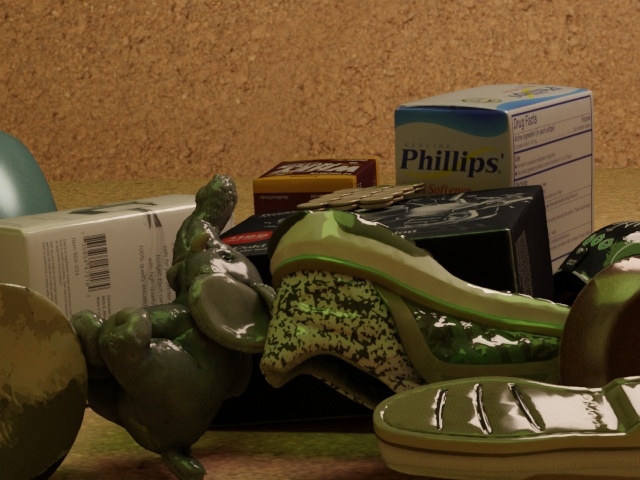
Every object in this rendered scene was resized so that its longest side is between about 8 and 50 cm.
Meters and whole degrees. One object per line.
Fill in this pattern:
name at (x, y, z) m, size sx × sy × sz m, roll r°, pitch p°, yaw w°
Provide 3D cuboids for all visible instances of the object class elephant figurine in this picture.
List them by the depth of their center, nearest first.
elephant figurine at (-0.107, 0.076, 1.798) m, size 0.239 × 0.186 × 0.169 m, roll -34°, pitch 27°, yaw -29°

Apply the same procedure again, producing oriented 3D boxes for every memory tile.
memory tile at (0.045, -0.046, 2.117) m, size 0.113 × 0.012 × 0.148 m, roll -5°, pitch 8°, yaw 22°

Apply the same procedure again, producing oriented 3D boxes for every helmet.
helmet at (0.354, 0.061, 2.148) m, size 0.161 × 0.169 × 0.169 m, roll -25°, pitch 18°, yaw -22°

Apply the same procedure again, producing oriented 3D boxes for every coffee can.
coffee can at (-0.374, 0.122, 1.768) m, size 0.201 × 0.201 × 0.275 m, roll -10°, pitch 12°, yaw -40°

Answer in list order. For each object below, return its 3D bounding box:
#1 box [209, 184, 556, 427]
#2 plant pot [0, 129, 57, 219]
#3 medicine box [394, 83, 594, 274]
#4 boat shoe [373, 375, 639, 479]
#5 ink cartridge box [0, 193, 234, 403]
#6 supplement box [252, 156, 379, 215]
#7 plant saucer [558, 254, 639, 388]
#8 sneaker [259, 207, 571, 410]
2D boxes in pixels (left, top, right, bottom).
box at (0.060, 0.063, 2.015) m, size 0.343 × 0.179 × 0.312 m, roll -6°, pitch 8°, yaw 13°
plant pot at (-0.405, 0.042, 2.186) m, size 0.290 × 0.290 × 0.195 m, roll -10°, pitch 48°, yaw -40°
medicine box at (0.211, -0.030, 2.278) m, size 0.149 × 0.289 × 0.263 m, roll 3°, pitch 11°, yaw 29°
boat shoe at (0.195, 0.179, 1.592) m, size 0.302 × 0.103 × 0.113 m, roll 0°, pitch 27°, yaw 1°
ink cartridge box at (-0.230, 0.064, 2.097) m, size 0.273 × 0.198 × 0.115 m, roll -9°, pitch 10°, yaw -39°
supplement box at (0.000, 0.000, 2.450) m, size 0.129 × 0.191 × 0.194 m, roll -1°, pitch 10°, yaw 11°
plant saucer at (0.303, 0.109, 1.684) m, size 0.198 × 0.198 × 0.036 m, roll -7°, pitch -4°, yaw -25°
sneaker at (0.120, 0.135, 1.721) m, size 0.410 × 0.182 × 0.158 m, roll 23°, pitch -30°, yaw -2°
